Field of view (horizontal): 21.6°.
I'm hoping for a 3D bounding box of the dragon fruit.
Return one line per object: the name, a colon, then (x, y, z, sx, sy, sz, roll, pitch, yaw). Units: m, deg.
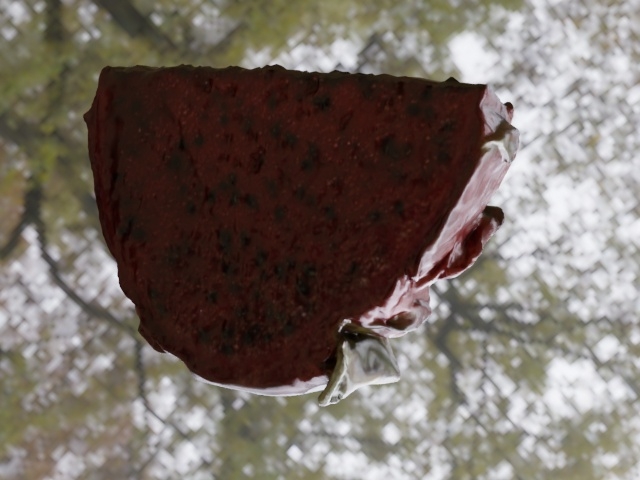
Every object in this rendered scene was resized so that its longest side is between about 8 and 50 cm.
dragon fruit: (0.000, 0.000, 1.079, 0.317, 0.152, 0.205, 9, -92, 36)
